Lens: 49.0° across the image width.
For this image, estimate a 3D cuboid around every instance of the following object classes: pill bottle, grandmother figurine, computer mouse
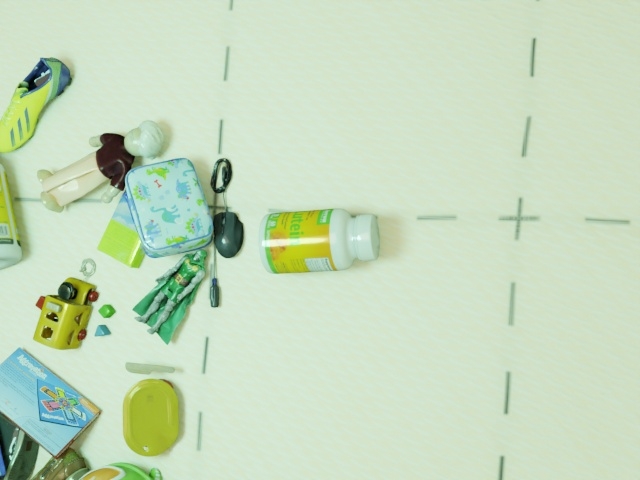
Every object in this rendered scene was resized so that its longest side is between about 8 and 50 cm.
[{"bbox_3d":[-0.880,-0.094,1.770,0.187,0.188,0.334,-17,80,14],"label":"pill bottle"},{"bbox_3d":[0.000,0.000,1.537,0.245,0.136,0.136,-4,84,15],"label":"pill bottle"},{"bbox_3d":[-0.531,-0.186,1.721,0.342,0.104,0.208,-27,71,13],"label":"grandmother figurine"},{"bbox_3d":[-0.227,-0.078,1.659,0.071,0.041,0.242,-10,82,16],"label":"computer mouse"}]

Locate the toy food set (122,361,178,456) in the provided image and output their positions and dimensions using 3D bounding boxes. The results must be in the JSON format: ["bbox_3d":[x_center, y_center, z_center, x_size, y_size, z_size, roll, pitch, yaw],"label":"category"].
[{"bbox_3d":[-0.398,0.392,1.658,0.128,0.071,0.218,0,87,-8],"label":"toy food set"}]

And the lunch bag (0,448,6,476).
[{"bbox_3d":[-0.898,0.447,1.666,0.138,0.221,0.293,-37,62,39],"label":"lunch bag"}]

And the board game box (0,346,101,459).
[{"bbox_3d":[-0.692,0.393,1.716,0.281,0.027,0.145,32,59,16],"label":"board game box"}]

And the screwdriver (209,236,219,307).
[{"bbox_3d":[-0.250,0.075,1.668,0.024,0.025,0.170,-5,75,16],"label":"screwdriver"}]

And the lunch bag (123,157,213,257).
[{"bbox_3d":[-0.355,-0.076,1.635,0.176,0.090,0.219,-17,75,-15],"label":"lunch bag"}]

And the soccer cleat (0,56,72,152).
[{"bbox_3d":[-0.758,-0.351,1.792,0.093,0.121,0.289,43,97,15],"label":"soccer cleat"}]

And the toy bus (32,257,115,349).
[{"bbox_3d":[-0.625,0.168,1.717,0.191,0.104,0.202,-30,78,11],"label":"toy bus"}]

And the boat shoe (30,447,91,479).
[{"bbox_3d":[-0.688,0.629,1.700,0.307,0.111,0.104,-42,72,-1],"label":"boat shoe"}]

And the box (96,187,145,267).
[{"bbox_3d":[-0.461,-0.034,1.720,0.109,0.042,0.178,26,91,15],"label":"box"}]

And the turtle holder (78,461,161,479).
[{"bbox_3d":[-0.479,0.672,1.565,0.243,0.227,0.320,8,87,16],"label":"turtle holder"}]

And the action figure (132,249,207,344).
[{"bbox_3d":[-0.345,0.114,1.668,0.137,0.063,0.232,38,92,19],"label":"action figure"}]

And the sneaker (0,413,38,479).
[{"bbox_3d":[-0.772,0.508,1.748,0.118,0.083,0.222,9,78,21],"label":"sneaker"}]
